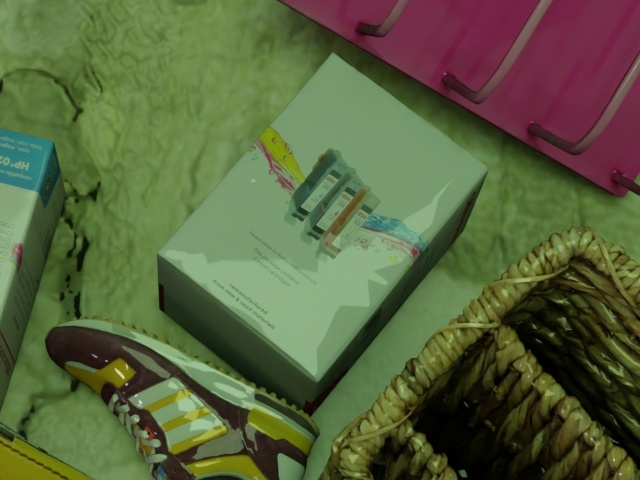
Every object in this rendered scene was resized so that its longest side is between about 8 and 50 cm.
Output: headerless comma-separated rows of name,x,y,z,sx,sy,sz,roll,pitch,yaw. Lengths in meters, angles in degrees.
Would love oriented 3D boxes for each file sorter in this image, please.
file sorter,0.135,-0.174,1.094,0.290,0.182,0.202,29,95,-8

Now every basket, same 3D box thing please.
basket,0.148,0.183,1.000,0.213,0.223,0.299,-37,78,-30

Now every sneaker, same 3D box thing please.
sneaker,-0.097,0.114,1.109,0.185,0.069,0.084,23,70,5

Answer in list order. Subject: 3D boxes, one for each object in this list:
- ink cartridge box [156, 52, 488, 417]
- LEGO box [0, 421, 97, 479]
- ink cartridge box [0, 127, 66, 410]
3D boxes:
ink cartridge box,0.000,0.000,1.120,0.127,0.128,0.176,38,73,9
LEGO box,-0.232,0.348,0.899,0.372,0.193,0.500,33,72,-16
ink cartridge box,-0.215,0.030,1.109,0.061,0.104,0.181,13,72,1
